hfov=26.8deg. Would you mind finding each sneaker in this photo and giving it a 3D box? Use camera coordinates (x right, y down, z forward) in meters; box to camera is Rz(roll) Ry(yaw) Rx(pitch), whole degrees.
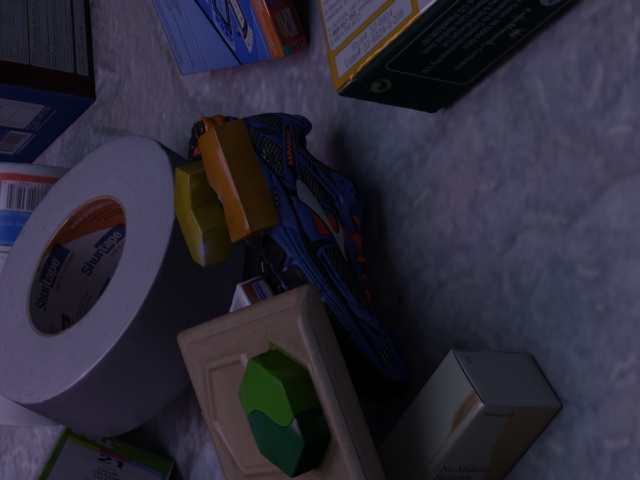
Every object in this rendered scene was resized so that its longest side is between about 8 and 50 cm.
[{"bbox_3d":[0.000,0.000,0.839,0.221,0.087,0.083,60,157,20],"label":"sneaker"}]

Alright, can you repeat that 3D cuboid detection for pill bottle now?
[{"bbox_3d":[-0.262,0.048,1.175,0.124,0.124,0.222,-1,83,56],"label":"pill bottle"}]

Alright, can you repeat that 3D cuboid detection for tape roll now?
[{"bbox_3d":[-0.156,0.033,1.004,0.219,0.072,0.219,-28,46,33],"label":"tape roll"}]

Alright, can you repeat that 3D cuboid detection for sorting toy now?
[{"bbox_3d":[-0.035,0.097,0.772,0.229,0.041,0.307,-24,85,66],"label":"sorting toy"}]

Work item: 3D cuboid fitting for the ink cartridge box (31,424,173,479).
[{"bbox_3d":[-0.188,0.230,1.077,0.255,0.097,0.189,-75,8,-67],"label":"ink cartridge box"}]

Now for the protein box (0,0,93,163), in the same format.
[{"bbox_3d":[-0.351,-0.166,1.273,0.200,0.201,0.136,-32,59,49],"label":"protein box"}]

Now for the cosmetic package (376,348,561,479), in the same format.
[{"bbox_3d":[0.073,0.113,0.731,0.115,0.060,0.041,-59,42,33],"label":"cosmetic package"}]

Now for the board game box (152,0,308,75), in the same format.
[{"bbox_3d":[-0.107,-0.259,0.959,0.145,0.027,0.281,2,117,55],"label":"board game box"}]

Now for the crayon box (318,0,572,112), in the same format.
[{"bbox_3d":[0.068,-0.266,0.782,0.203,0.083,0.323,-37,55,47],"label":"crayon box"}]

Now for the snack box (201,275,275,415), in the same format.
[{"bbox_3d":[-0.046,0.097,0.874,0.064,0.022,0.178,59,153,24],"label":"snack box"}]
